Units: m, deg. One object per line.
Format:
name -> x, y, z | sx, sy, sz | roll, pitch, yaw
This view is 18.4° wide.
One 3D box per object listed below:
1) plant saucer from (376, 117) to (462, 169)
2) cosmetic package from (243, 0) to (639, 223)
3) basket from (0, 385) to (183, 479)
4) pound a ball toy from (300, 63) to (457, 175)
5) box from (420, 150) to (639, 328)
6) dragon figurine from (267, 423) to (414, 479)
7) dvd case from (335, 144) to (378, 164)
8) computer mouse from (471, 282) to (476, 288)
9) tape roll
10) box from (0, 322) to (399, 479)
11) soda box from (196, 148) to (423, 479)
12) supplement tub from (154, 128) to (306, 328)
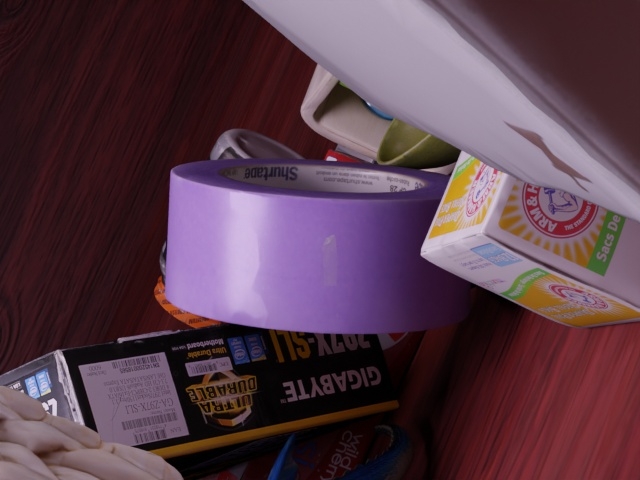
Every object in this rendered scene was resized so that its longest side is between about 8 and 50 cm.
plant saucer -> 0.129, -0.132, 1.319 | 0.241, 0.037, 0.241 | -48, 10, 11
cosmetic package -> 0.092, -0.269, 0.798 | 0.394, 0.327, 0.329 | -52, 22, -3
basket -> -0.089, 0.284, 0.786 | 0.331, 0.328, 0.266 | -57, 11, 39
pound a ball toy -> 0.059, -0.231, 1.539 | 0.136, 0.208, 0.319 | 129, 162, -64
box -> 0.147, -0.066, 1.020 | 0.203, 0.103, 0.114 | -67, 10, -9
dragon figurine -> -0.012, 0.174, 1.146 | 0.085, 0.144, 0.289 | -55, 14, 42
dvd case -> 0.084, -0.164, 1.758 | 0.239, 0.029, 0.179 | -65, 11, 4
computer mouse -> 0.128, -0.038, 1.230 | 0.106, 0.042, 0.193 | -64, 4, -18
tape roll -> 0.000, 0.000, 1.209 | 0.189, 0.189, 0.080 | -132, 44, -79
box -> -0.151, 0.128, 1.247 | 0.322, 0.257, 0.079 | -24, 80, 41
soda box -> 0.003, 0.076, 1.387 | 0.083, 0.092, 0.263 | 27, 91, 58
supplement tub -> -0.089, -0.008, 2.015 | 0.190, 0.117, 0.117 | -61, 11, 20
